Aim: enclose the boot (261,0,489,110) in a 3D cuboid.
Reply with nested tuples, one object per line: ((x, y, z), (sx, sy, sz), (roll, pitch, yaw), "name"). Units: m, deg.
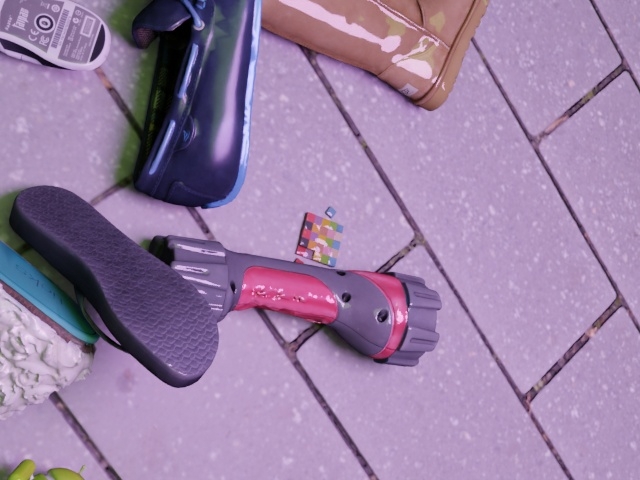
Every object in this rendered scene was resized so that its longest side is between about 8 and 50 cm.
((0.060, -0.302, 1.036), (0.269, 0.089, 0.236), (26, 72, -23), "boot")

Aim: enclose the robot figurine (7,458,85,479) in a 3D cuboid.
((-0.254, 0.247, 0.810), (0.115, 0.067, 0.101), (-24, 96, -29), "robot figurine")

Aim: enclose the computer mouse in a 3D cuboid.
((-0.295, -0.207, 0.857), (0.193, 0.042, 0.106), (21, 70, -19), "computer mouse")

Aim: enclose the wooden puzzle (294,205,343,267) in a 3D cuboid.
((0.000, 0.000, 1.013), (0.049, 0.006, 0.083), (20, 75, -25), "wooden puzzle")

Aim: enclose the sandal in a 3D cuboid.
((-0.184, 0.042, 0.819), (0.254, 0.054, 0.097), (42, 33, 26), "sandal")

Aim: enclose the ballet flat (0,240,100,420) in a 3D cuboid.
((-0.361, -0.003, 0.751), (0.409, 0.147, 0.147), (49, 65, -15), "ballet flat")

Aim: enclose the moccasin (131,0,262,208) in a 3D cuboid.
((-0.127, -0.205, 0.895), (0.116, 0.137, 0.342), (3, 82, -24), "moccasin")

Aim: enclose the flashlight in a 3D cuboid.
((-0.023, 0.066, 0.940), (0.304, 0.103, 0.103), (10, 83, -29), "flashlight")
